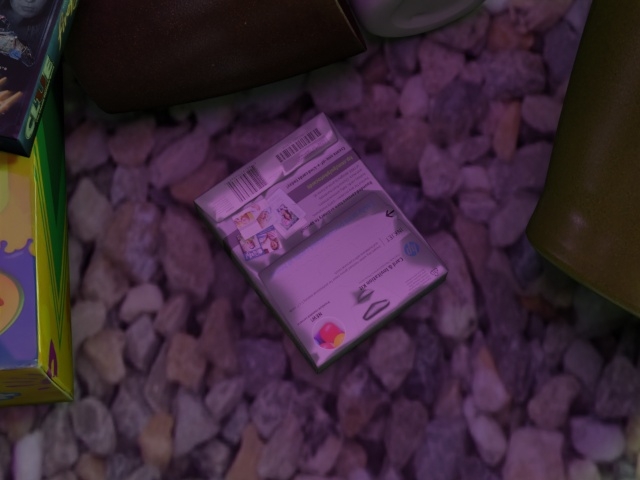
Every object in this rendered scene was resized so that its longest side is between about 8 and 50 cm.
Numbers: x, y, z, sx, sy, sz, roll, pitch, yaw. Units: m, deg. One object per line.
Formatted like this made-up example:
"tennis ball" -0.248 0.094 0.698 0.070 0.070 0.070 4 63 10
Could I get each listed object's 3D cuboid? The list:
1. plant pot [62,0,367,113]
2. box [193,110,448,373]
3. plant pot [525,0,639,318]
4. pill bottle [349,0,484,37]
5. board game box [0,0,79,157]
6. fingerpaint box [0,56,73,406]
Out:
"plant pot" -0.110 -0.210 1.171 0.230 0.215 0.215 -26 76 7
"box" 0.000 0.000 1.184 0.145 0.038 0.186 -36 77 -9
"plant pot" 0.342 -0.100 1.048 0.367 0.366 0.353 28 101 7
"pill bottle" 0.058 -0.330 1.220 0.146 0.146 0.264 -20 76 -6
"board game box" -0.326 -0.172 1.061 0.243 0.042 0.165 12 73 4
"fingerpaint box" -0.444 -0.037 1.128 0.445 0.163 0.371 -5 74 -1
